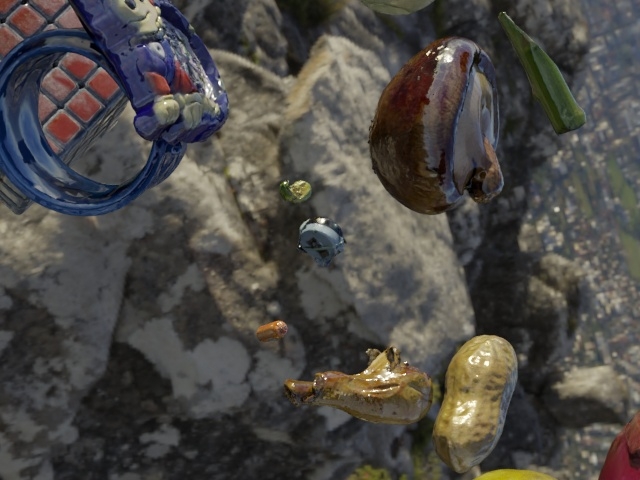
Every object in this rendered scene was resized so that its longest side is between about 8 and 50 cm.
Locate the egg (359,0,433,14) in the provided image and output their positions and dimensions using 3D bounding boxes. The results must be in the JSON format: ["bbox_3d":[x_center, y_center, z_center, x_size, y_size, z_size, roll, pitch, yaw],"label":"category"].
[{"bbox_3d":[0.139,-0.517,1.726,0.269,0.219,0.219,99,-20,-83],"label":"egg"}]

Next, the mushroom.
[{"bbox_3d":[0.133,-0.132,1.122,0.231,0.138,0.194,-26,104,-64],"label":"mushroom"}]

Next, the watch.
[{"bbox_3d":[-0.200,-0.127,0.863,0.196,0.200,0.171,59,17,1],"label":"watch"}]

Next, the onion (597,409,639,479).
[{"bbox_3d":[0.359,0.247,0.639,0.385,0.348,0.347,-85,155,-84],"label":"onion"}]

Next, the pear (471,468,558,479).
[{"bbox_3d":[0.172,0.277,0.843,0.162,0.149,0.148,-27,99,-65],"label":"pear"}]

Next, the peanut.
[{"bbox_3d":[0.212,0.221,1.340,0.108,0.095,0.226,60,41,-35],"label":"peanut"}]

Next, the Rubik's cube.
[{"bbox_3d":[-0.430,-0.213,1.395,0.237,0.237,0.238,42,66,-8],"label":"Rubik's cube"}]

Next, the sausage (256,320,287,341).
[{"bbox_3d":[-0.078,0.152,1.614,0.031,0.107,0.031,4,78,-20],"label":"sausage"}]

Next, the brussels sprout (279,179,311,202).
[{"bbox_3d":[-0.057,-0.102,2.003,0.083,0.051,0.046,4,32,-48],"label":"brussels sprout"}]

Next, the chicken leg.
[{"bbox_3d":[0.051,0.184,1.233,0.208,0.085,0.101,6,76,-22],"label":"chicken leg"}]

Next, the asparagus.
[{"bbox_3d":[0.283,-0.220,1.236,0.041,0.045,0.178,-30,94,-27],"label":"asparagus"}]

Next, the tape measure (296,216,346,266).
[{"bbox_3d":[0.000,-0.001,1.815,0.091,0.094,0.054,34,52,-3],"label":"tape measure"}]
